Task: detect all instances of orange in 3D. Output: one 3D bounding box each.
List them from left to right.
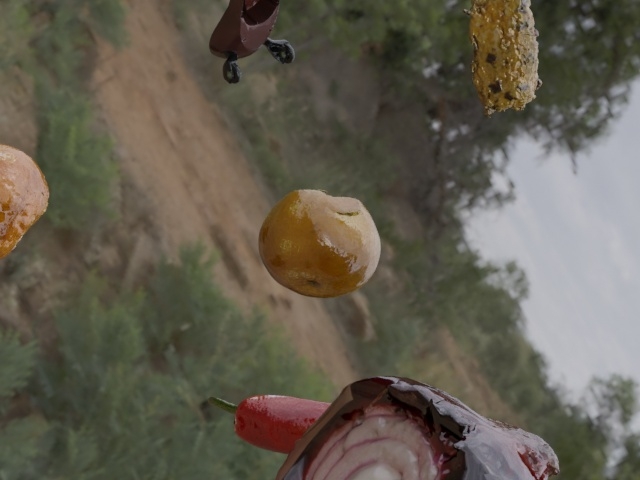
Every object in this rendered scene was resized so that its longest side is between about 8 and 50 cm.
[{"bbox_3d":[-0.512,-0.059,1.840,0.161,0.193,0.193,37,7,-1],"label":"orange"},{"bbox_3d":[0.000,0.000,1.520,0.154,0.155,0.134,57,35,-48],"label":"orange"}]

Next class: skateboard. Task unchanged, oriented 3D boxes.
[{"bbox_3d":[-0.058,-0.206,0.950,0.080,0.067,0.151,42,-41,28],"label":"skateboard"}]

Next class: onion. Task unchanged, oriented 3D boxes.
[{"bbox_3d":[0.113,0.328,1.302,0.341,0.341,0.341,62,5,-10],"label":"onion"}]

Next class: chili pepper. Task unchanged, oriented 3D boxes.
[{"bbox_3d":[0.003,0.292,1.878,0.137,0.368,0.092,148,-49,-87],"label":"chili pepper"}]

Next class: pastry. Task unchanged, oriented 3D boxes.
[{"bbox_3d":[0.205,-0.210,1.344,0.056,0.080,0.140,-44,123,-57],"label":"pastry"}]
